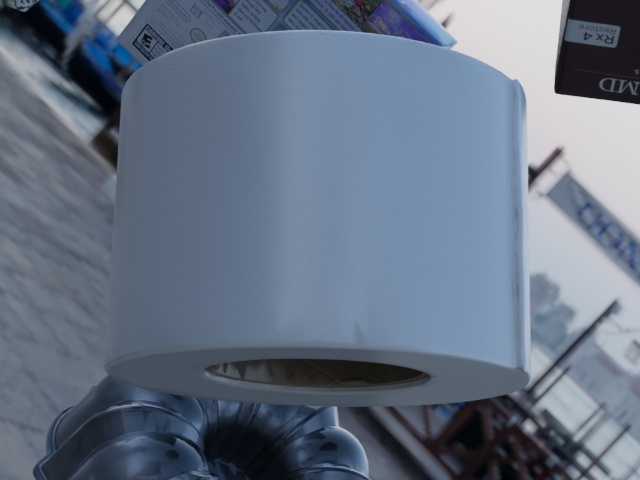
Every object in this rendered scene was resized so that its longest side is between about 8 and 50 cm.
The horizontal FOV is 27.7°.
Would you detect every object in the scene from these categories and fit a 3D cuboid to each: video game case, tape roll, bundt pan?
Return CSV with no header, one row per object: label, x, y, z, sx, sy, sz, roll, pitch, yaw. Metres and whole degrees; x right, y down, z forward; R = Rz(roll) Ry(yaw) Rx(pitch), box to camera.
video game case,-0.038,-0.204,1.318,0.269,0.244,0.061,46,27,6
tape roll,0.000,0.000,0.760,0.246,0.246,0.169,35,53,-65
bundt pan,-0.080,0.218,1.166,0.331,0.124,0.331,26,33,-18

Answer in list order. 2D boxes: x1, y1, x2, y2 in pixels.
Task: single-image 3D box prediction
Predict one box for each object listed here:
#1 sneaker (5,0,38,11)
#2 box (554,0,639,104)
sneaker,-0.426,-0.424,1.475,0.410,0.182,0.158,44,6,-14
box,0.290,-0.236,1.054,0.168,0.167,0.203,8,-40,7
